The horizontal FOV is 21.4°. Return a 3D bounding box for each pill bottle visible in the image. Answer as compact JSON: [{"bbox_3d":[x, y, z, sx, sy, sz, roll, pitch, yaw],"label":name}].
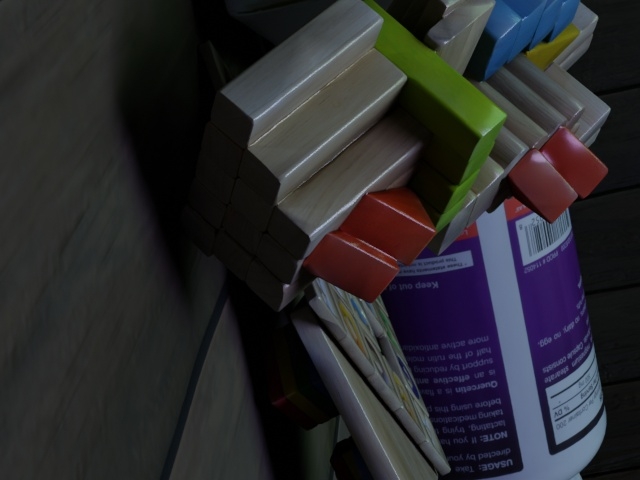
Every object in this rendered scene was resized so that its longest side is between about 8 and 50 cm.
[{"bbox_3d":[0.113,0.073,1.280,0.181,0.181,0.323,-80,158,-70],"label":"pill bottle"}]

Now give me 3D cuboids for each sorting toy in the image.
[{"bbox_3d":[0.007,0.085,0.907,0.274,0.046,0.132,63,8,-3],"label":"sorting toy"}]

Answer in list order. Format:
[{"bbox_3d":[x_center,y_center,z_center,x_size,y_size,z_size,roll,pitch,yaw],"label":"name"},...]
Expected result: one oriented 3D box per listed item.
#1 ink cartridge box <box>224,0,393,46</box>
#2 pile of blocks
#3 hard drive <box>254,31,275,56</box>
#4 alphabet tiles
[{"bbox_3d":[0.036,-0.251,1.067,0.385,0.160,0.279,18,58,-76],"label":"ink cartridge box"},{"bbox_3d":[0.082,-0.063,0.817,0.112,0.149,0.362,42,34,12],"label":"pile of blocks"},{"bbox_3d":[-0.033,-0.163,1.123,0.094,0.022,0.135,-91,168,-49],"label":"hard drive"},{"bbox_3d":[0.000,0.000,0.939,0.237,0.009,0.198,55,11,-49],"label":"alphabet tiles"}]
